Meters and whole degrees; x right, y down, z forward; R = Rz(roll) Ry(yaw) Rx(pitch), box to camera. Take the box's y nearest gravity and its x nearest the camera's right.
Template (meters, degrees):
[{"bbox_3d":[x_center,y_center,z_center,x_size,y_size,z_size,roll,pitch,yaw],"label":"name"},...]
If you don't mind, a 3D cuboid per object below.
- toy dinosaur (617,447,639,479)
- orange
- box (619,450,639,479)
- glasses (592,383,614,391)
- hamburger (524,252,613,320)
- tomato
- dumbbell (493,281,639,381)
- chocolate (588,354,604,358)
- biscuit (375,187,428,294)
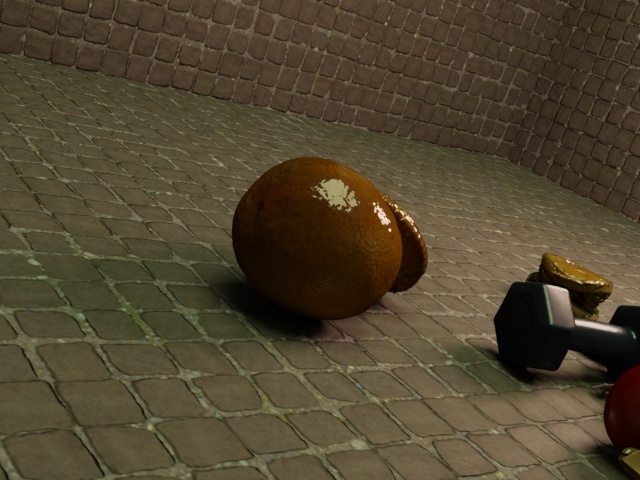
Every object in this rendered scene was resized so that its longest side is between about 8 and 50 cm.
[{"bbox_3d":[0.487,0.319,1.027,0.251,0.072,0.199,-6,19,-40],"label":"toy dinosaur"},{"bbox_3d":[0.000,0.000,1.258,0.264,0.264,0.264,18,16,-5],"label":"orange"},{"bbox_3d":[0.438,0.293,0.974,0.090,0.023,0.133,-14,34,-26],"label":"box"},{"bbox_3d":[0.579,0.283,1.337,0.255,0.095,0.162,17,-11,-2],"label":"glasses"},{"bbox_3d":[0.542,0.109,1.780,0.185,0.113,0.177,19,9,-31],"label":"hamburger"},{"bbox_3d":[0.499,0.246,1.147,0.195,0.136,0.195,14,-18,4],"label":"tomato"},{"bbox_3d":[0.461,0.165,1.405,0.324,0.144,0.160,12,53,-23],"label":"dumbbell"},{"bbox_3d":[0.571,0.205,1.578,0.147,0.070,0.072,-13,3,-24],"label":"chocolate"},{"bbox_3d":[0.074,-0.004,1.425,0.254,0.254,0.035,26,53,21],"label":"biscuit"}]
